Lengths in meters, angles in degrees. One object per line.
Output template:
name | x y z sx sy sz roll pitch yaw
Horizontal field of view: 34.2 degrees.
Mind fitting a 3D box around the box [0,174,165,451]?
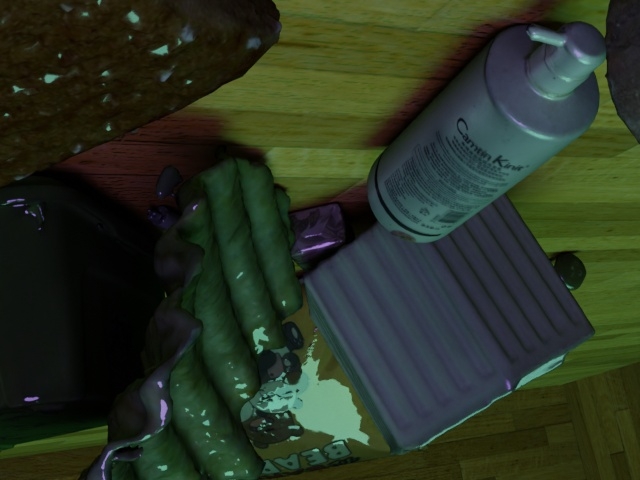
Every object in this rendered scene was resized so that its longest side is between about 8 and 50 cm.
box | -0.264 0.080 0.850 0.253 0.177 0.328 -11 165 7

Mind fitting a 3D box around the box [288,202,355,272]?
box | 0.000 0.000 1.001 0.062 0.045 0.098 -13 164 6

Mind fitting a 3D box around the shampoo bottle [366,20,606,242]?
shampoo bottle | 0.116 -0.077 0.725 0.085 0.085 0.262 -5 164 -21

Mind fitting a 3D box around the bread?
bread | -0.234 -0.066 0.461 0.416 0.113 0.165 -19 164 22

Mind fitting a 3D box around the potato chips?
potato chips | -0.103 0.116 0.770 0.097 0.373 0.389 22 177 11

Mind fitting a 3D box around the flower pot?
flower pot | 0.115 0.075 0.989 0.209 0.189 0.239 -29 168 -6

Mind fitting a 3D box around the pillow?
pillow | -0.061 0.186 1.302 0.310 0.119 0.312 -17 123 14

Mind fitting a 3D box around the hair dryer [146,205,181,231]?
hair dryer | -0.114 -0.012 0.912 0.063 0.038 0.124 -18 156 19

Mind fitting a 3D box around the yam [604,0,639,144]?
yam | 0.289 -0.130 0.508 0.161 0.161 0.268 2 160 -40

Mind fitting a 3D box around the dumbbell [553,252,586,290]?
dumbbell | 0.312 0.056 1.424 0.046 0.052 0.118 35 150 -10
